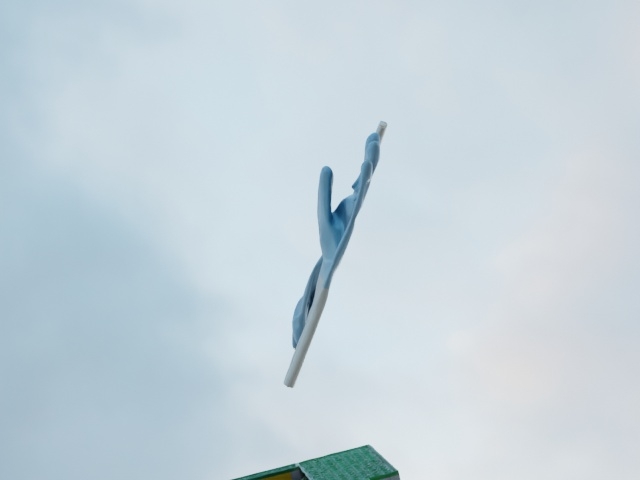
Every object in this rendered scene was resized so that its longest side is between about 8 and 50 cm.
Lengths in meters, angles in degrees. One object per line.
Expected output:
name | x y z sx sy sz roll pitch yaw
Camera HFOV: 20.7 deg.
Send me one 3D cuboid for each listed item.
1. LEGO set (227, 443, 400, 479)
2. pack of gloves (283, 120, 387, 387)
LEGO set | -0.025 0.247 0.963 0.255 0.192 0.331 -14 5 -16
pack of gloves | 0.000 0.000 1.579 0.046 0.232 0.195 20 8 -2
